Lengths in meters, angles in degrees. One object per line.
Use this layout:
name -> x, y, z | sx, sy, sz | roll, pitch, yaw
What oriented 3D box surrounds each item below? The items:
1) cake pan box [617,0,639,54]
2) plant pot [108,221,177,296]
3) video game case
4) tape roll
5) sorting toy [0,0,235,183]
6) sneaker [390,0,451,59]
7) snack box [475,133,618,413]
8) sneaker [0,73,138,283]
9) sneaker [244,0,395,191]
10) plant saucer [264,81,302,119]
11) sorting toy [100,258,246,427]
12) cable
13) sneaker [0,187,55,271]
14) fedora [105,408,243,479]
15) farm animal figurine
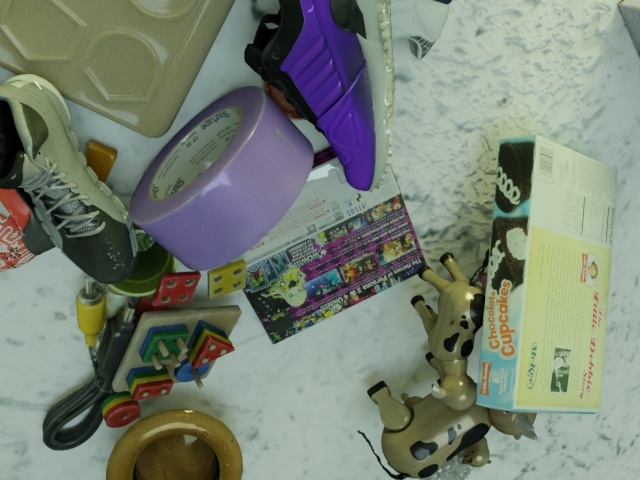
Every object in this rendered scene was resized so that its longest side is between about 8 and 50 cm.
cake pan box -> 0.486, -0.179, 0.813 | 0.070, 0.246, 0.267 | -41, 119, 2
plant pot -> -0.210, 0.009, 0.800 | 0.083, 0.079, 0.083 | -7, 118, -14
video game case -> 0.000, 0.000, 0.880 | 0.232, 0.042, 0.210 | -26, 121, -2
tape roll -> -0.104, -0.066, 0.728 | 0.189, 0.189, 0.080 | -42, 120, 7
sorting toy -> -0.240, -0.199, 0.710 | 0.229, 0.041, 0.307 | 23, 115, -23
sneaker -> 0.030, -0.257, 0.732 | 0.235, 0.090, 0.095 | 11, 124, -19
snack box -> 0.286, 0.048, 0.869 | 0.187, 0.060, 0.322 | 13, 81, -37
sneaker -> -0.261, -0.043, 0.665 | 0.086, 0.132, 0.229 | -24, 104, 7
sneaker -> 0.000, -0.173, 0.712 | 0.146, 0.102, 0.293 | 0, 136, 9
plant saucer -> -0.023, -0.179, 0.795 | 0.083, 0.013, 0.083 | -7, 119, -12
sorting toy -> -0.166, 0.138, 0.854 | 0.132, 0.046, 0.274 | 0, 132, -41
cable -> -0.266, 0.152, 0.892 | 0.139, 0.072, 0.287 | 4, 129, -37
sneaker -> -0.394, -0.068, 0.699 | 0.145, 0.090, 0.270 | -28, 124, -4
fedora -> -0.199, 0.300, 0.959 | 0.194, 0.079, 0.194 | -5, 112, -13
farm animal figurine -> 0.200, 0.210, 0.953 | 0.327, 0.172, 0.330 | -45, 127, 11
